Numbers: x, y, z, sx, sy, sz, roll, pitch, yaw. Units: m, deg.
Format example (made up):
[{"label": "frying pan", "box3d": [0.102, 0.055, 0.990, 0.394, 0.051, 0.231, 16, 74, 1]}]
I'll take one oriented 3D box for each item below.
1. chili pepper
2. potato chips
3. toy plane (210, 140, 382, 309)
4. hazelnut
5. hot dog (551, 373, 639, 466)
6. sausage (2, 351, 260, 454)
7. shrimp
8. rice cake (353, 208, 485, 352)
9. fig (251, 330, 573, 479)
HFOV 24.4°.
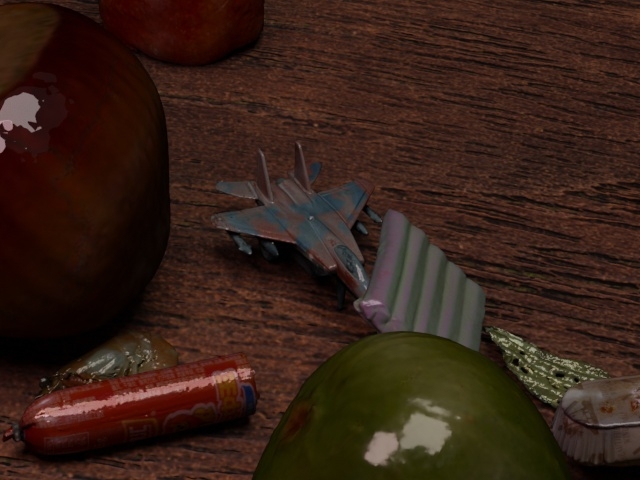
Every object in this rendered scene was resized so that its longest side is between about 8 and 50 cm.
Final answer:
[{"label": "chili pepper", "box3d": [-0.201, -0.438, 2.157, 0.251, 0.305, 0.229, 29, 42, 29]}, {"label": "potato chips", "box3d": [0.273, 0.157, 1.708, 0.207, 0.028, 0.092, 25, 39, 14]}, {"label": "toy plane", "box3d": [-0.001, 0.005, 1.798, 0.223, 0.104, 0.326, -14, 47, -23]}, {"label": "hazelnut", "box3d": [-0.337, -0.068, 1.673, 0.359, 0.359, 0.409, 10, 35, 4]}, {"label": "hot dog", "box3d": [0.385, 0.191, 1.611, 0.268, 0.075, 0.144, -4, 25, 2]}, {"label": "sausage", "box3d": [-0.203, 0.178, 1.573, 0.274, 0.074, 0.074, -9, 42, -19]}, {"label": "shrimp", "box3d": [-0.239, 0.148, 1.630, 0.184, 0.043, 0.091, -18, 48, -29]}, {"label": "rice cake", "box3d": [0.121, 0.076, 1.710, 0.189, 0.037, 0.198, 46, 34, -13]}, {"label": "fig", "box3d": [0.102, 0.247, 1.391, 0.316, 0.316, 0.316, 4, 39, -4]}]
